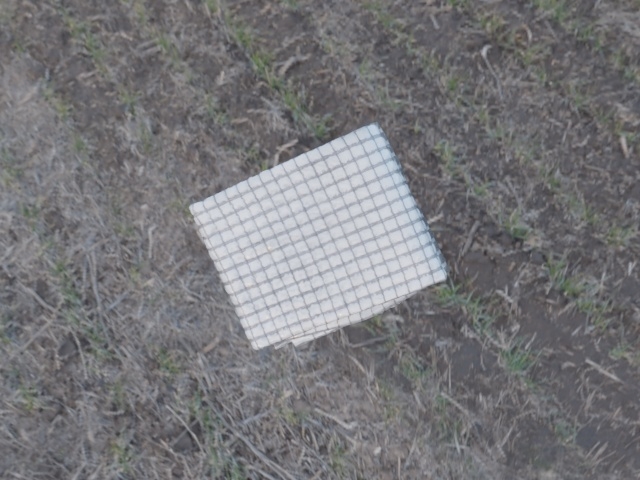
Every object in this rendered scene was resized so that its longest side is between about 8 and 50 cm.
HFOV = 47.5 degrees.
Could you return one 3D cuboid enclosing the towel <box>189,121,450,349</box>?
[{"bbox_3d":[0.000,0.000,0.983,0.284,0.121,0.234,-24,95,14],"label":"towel"}]
